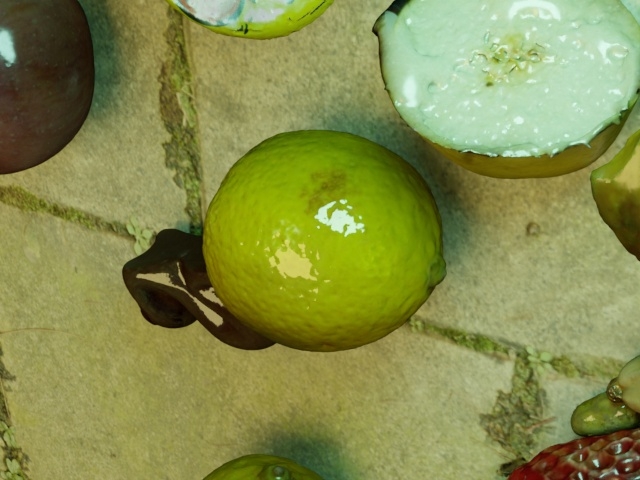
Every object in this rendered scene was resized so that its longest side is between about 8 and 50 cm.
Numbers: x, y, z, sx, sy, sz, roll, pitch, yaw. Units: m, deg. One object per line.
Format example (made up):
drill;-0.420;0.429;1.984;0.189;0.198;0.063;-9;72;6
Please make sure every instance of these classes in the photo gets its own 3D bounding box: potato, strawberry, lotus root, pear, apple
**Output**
potato;0.312;0.188;1.435;0.092;0.045;0.046;-24;64;44
strawberry;0.315;0.276;1.409;0.253;0.150;0.280;12;123;-7
lotus root;0.365;0.145;1.354;0.150;0.062;0.073;-12;83;42
pear;0.180;-0.136;1.282;0.267;0.267;0.178;30;154;24
apple;-0.420;-0.223;1.684;0.305;0.235;0.306;18;125;28

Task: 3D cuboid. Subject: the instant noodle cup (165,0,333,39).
instant noodle cup;-0.019;-0.379;1.244;0.325;0.254;0.326;20;126;31

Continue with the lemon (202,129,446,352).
lemon;0.001;-0.001;1.448;0.267;0.267;0.267;20;125;31

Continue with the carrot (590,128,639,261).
carrot;0.424;-0.053;1.067;0.340;0.241;0.241;17;123;30

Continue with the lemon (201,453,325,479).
lemon;-0.078;0.415;1.750;0.253;0.253;0.310;30;122;24

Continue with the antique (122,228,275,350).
antique;-0.143;0.065;1.701;0.257;0.121;0.143;4;125;31
